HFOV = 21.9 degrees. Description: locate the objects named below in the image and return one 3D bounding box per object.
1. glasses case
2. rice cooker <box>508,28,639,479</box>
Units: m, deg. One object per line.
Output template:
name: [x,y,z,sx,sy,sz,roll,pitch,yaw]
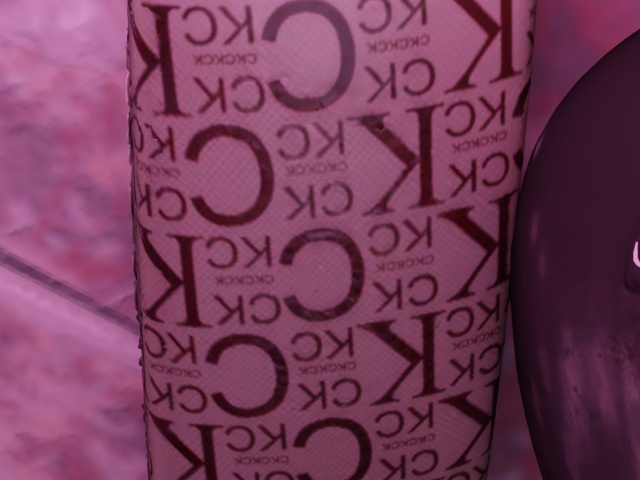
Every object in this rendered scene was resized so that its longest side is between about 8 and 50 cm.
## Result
glasses case: [0.000,0.000,0.603,0.137,0.085,0.355,-1,123,-5]
rice cooker: [0.190,0.034,0.519,0.267,0.224,0.267,0,91,18]
